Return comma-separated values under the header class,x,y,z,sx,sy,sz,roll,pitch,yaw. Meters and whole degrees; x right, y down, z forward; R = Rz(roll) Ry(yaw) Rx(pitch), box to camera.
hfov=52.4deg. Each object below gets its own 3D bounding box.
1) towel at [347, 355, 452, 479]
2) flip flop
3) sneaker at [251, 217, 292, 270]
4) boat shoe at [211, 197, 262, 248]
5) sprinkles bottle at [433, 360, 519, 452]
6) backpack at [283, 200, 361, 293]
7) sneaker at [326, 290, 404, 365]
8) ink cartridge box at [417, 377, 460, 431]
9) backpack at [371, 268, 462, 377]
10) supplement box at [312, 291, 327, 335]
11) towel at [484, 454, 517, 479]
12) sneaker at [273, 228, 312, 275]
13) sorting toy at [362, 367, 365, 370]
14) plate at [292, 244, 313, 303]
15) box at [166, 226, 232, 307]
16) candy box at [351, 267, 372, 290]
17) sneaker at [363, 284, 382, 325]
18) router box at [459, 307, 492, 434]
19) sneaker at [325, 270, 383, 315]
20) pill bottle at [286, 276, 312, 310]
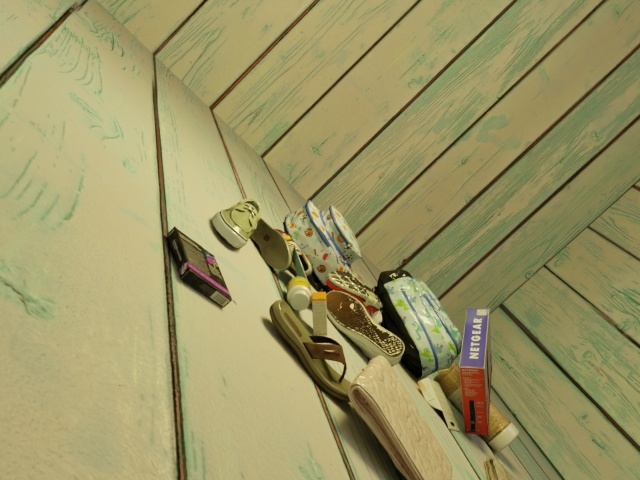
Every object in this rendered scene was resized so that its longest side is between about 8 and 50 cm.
class,x,y,z,sx,sy,sz,roll,pitch,yaw
towel,0.178,0.411,1.398,0.317,0.053,0.332,58,10,7
flip flop,-0.001,0.231,1.393,0.277,0.080,0.112,52,8,4
sneaker,-0.119,0.023,1.875,0.118,0.083,0.222,39,9,-47
boat shoe,-0.216,-0.061,1.730,0.109,0.094,0.302,45,7,-12
sprinkles bottle,0.588,0.630,2.476,0.355,0.121,0.121,48,7,17
backpack,0.000,0.000,2.136,0.263,0.213,0.276,47,7,-19
sneaker,0.114,0.273,1.920,0.290,0.106,0.123,41,-28,22
ink cartridge box,0.396,0.555,2.174,0.145,0.045,0.179,36,31,-58
backpack,0.344,0.313,2.327,0.355,0.273,0.290,-102,-173,-47
supplement box,-0.002,0.184,1.633,0.062,0.036,0.098,-90,178,-80
towel,0.587,0.768,1.993,0.187,0.049,0.282,46,7,6
sneaker,-0.091,0.032,1.984,0.185,0.069,0.084,46,-12,1
sorting toy,0.149,0.377,1.755,0.083,0.012,0.062,49,7,26
plate,-0.052,0.105,1.845,0.188,0.024,0.188,160,-90,-88
box,-0.237,0.050,1.264,0.116,0.029,0.162,42,10,-37
candy box,0.098,0.138,2.548,0.233,0.071,0.159,48,7,8
sneaker,0.156,0.240,2.339,0.258,0.094,0.091,-110,180,-71
router box,0.553,0.455,2.295,0.335,0.082,0.301,-63,148,-55
sneaker,0.095,0.189,2.052,0.279,0.118,0.107,36,11,-46
pill bottle,-0.055,0.140,1.678,0.065,0.065,0.116,45,8,-13
